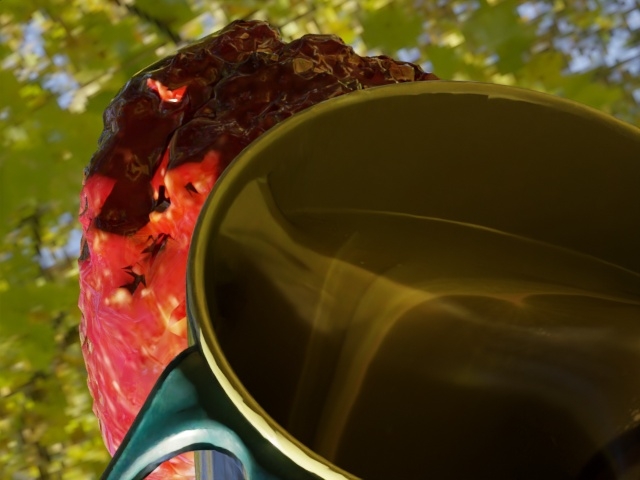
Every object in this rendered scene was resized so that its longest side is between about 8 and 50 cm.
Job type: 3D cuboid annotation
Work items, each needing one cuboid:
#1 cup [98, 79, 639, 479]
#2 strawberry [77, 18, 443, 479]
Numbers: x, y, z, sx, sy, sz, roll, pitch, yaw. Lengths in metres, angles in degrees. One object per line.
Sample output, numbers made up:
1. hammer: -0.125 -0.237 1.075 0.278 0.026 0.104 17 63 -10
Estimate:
1. cup: 0.013 0.069 0.440 0.176 0.155 0.131 -27 -126 -28
2. strawberry: 0.000 0.000 0.894 0.274 0.274 0.220 -11 -110 -46
